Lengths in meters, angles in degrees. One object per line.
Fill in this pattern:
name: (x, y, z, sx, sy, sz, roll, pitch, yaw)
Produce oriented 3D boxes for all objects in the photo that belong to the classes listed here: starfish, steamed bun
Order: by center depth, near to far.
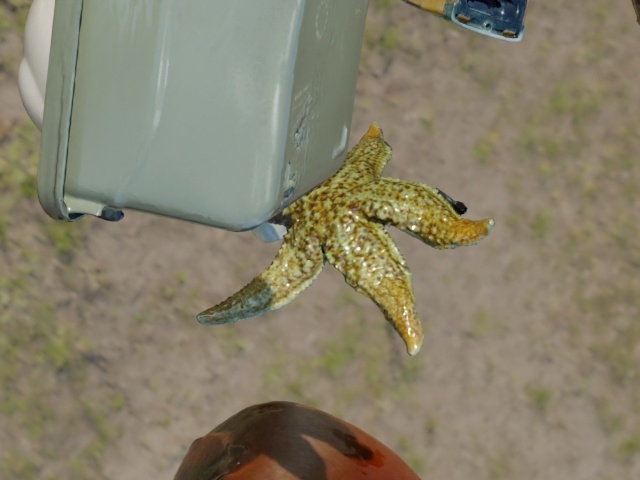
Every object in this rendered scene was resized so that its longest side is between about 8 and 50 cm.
starfish: (0.000, 0.000, 1.132, 0.176, 0.208, 0.053, -41, 130, -8)
steamed bun: (0.000, 0.332, 1.534, 0.235, 0.248, 0.379, -71, 161, -62)

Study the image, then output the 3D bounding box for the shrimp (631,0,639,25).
shrimp: (0.342, -0.270, 1.956, 0.062, 0.317, 0.164, -25, 155, -15)

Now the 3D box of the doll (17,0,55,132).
doll: (-0.129, -0.117, 1.481, 0.221, 0.251, 0.221, -17, 136, -17)

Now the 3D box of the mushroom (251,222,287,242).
mushroom: (-0.058, -0.094, 1.217, 0.084, 0.071, 0.209, -29, 106, -15)

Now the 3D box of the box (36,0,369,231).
box: (-0.036, -0.086, 0.712, 0.124, 0.093, 0.172, -40, 142, -63)

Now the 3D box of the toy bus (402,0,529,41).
toy bus: (0.129, -0.259, 1.513, 0.091, 0.103, 0.182, 11, 95, -40)
